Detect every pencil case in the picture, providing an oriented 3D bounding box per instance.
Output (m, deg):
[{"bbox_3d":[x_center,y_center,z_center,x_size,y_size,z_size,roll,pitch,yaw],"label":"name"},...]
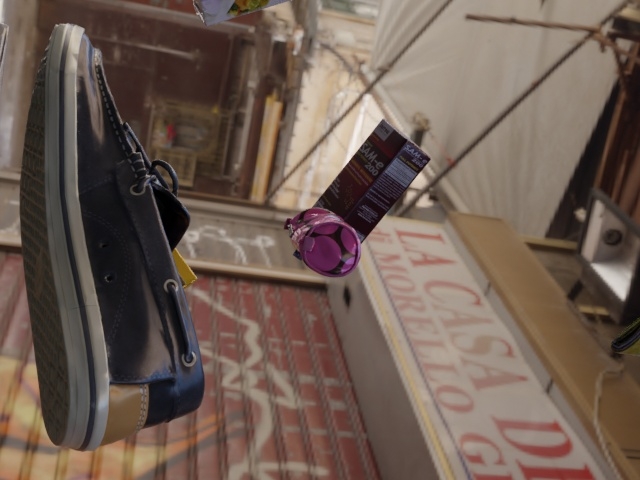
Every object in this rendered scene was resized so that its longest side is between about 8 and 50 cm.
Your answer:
[{"bbox_3d":[0.000,0.000,1.300,0.095,0.098,0.209,-65,-170,2],"label":"pencil case"}]

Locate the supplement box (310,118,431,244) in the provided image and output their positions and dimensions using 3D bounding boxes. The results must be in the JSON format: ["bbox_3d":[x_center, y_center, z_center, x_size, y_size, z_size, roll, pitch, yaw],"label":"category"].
[{"bbox_3d":[0.091,-0.105,1.630,0.239,0.073,0.130,-51,-150,10],"label":"supplement box"}]

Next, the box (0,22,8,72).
[{"bbox_3d":[-0.501,-0.221,1.173,0.275,0.113,0.094,161,-62,-65],"label":"box"}]

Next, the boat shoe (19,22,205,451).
[{"bbox_3d":[-0.231,-0.022,0.912,0.187,0.155,0.500,-53,-135,47],"label":"boat shoe"}]

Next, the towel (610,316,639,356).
[{"bbox_3d":[0.191,0.044,0.447,0.060,0.083,0.009,-48,-129,22],"label":"towel"}]

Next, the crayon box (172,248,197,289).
[{"bbox_3d":[-0.378,0.058,1.667,0.323,0.203,0.083,-36,178,41],"label":"crayon box"}]

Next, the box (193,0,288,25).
[{"bbox_3d":[-0.083,-0.488,1.597,0.067,0.323,0.063,-125,-160,-44],"label":"box"}]
